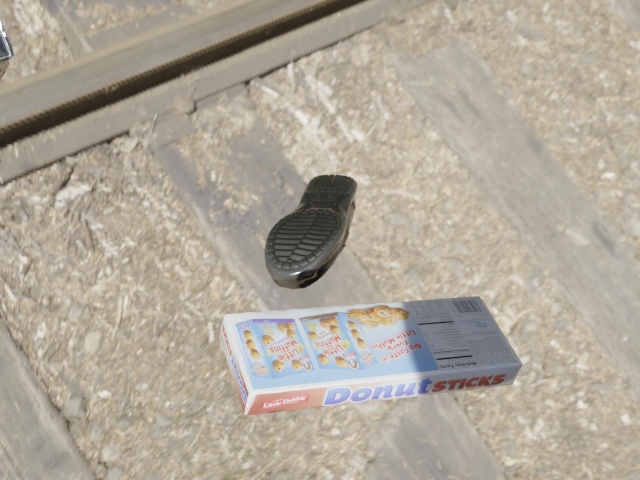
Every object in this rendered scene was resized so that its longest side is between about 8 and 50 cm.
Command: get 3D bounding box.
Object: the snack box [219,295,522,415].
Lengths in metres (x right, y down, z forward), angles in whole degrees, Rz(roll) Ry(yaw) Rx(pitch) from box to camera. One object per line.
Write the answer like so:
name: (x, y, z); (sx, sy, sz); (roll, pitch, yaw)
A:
snack box: (0.032, 0.067, 0.553); (0.178, 0.022, 0.064); (-2, 42, -22)

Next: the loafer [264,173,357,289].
loafer: (0.000, 0.000, 1.036); (0.080, 0.078, 0.220); (6, 31, 18)

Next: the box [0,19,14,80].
box: (-0.450, -0.128, 0.805); (0.322, 0.257, 0.079); (-24, 99, -20)
